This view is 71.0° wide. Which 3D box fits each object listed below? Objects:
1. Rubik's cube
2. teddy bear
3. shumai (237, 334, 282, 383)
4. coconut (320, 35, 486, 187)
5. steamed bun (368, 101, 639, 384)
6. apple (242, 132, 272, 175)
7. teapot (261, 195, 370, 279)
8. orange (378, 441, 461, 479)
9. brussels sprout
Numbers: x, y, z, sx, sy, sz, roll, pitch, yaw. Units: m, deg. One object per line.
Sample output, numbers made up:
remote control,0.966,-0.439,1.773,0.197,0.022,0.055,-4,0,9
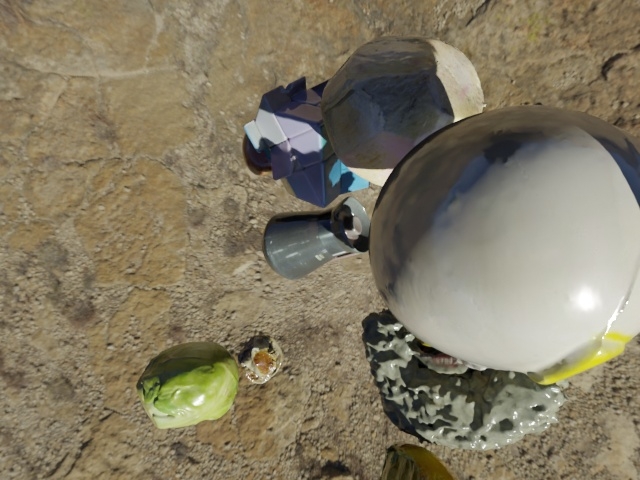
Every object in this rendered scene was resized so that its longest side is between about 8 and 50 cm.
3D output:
Rubik's cube,-0.021,-0.301,1.373,0.368,0.387,0.358,25,46,28
teddy bear,0.277,0.282,0.871,0.357,0.367,0.224,9,80,32
shumai,-0.182,0.347,1.328,0.146,0.116,0.145,-1,78,5
coconut,0.169,-0.286,1.021,0.353,0.352,0.352,0,87,7
steamed bun,0.230,-0.002,0.574,0.334,0.374,0.333,0,91,-22
apple,-0.188,-0.326,1.606,0.188,0.188,0.173,-11,96,7
teapot,0.000,0.000,1.584,0.344,0.300,0.253,-16,60,33
orange,0.164,0.515,0.719,0.196,0.262,0.334,13,57,11
brussels sprout,-0.295,0.313,1.014,0.223,0.223,0.161,13,121,8
